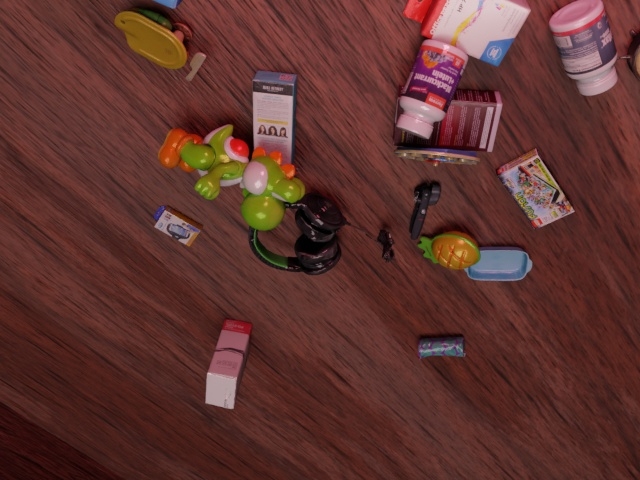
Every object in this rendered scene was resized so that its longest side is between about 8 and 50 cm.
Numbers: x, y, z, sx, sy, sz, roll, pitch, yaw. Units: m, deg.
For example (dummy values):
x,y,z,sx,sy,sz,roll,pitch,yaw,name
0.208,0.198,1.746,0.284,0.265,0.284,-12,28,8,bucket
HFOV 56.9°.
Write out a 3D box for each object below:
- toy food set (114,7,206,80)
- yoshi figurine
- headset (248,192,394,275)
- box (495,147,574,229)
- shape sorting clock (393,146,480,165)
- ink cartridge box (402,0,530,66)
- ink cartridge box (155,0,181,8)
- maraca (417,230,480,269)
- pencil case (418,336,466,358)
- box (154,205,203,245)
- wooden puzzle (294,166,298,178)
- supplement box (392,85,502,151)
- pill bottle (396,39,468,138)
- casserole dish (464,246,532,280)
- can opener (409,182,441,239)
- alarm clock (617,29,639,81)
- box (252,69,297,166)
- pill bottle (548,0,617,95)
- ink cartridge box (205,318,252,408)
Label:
x,y,z,sx,sy,sz,roll,pitch,yaw,name
-0.363,-0.473,1.375,0.218,0.071,0.128,29,151,-12,toy food set
-0.221,-0.139,1.484,0.362,0.204,0.203,23,146,13,yoshi figurine
0.000,0.000,1.619,0.394,0.185,0.243,0,130,-5,headset
0.555,-0.129,1.524,0.114,0.036,0.207,-29,119,29,box
0.279,-0.199,1.419,0.206,0.206,0.040,4,98,6,shape sorting clock
0.303,-0.481,1.249,0.231,0.078,0.134,20,129,-6,ink cartridge box
-0.344,-0.663,1.168,0.223,0.129,0.307,21,129,-8,ink cartridge box
0.358,0.028,1.649,0.185,0.099,0.127,0,132,43,maraca
0.394,0.350,1.923,0.151,0.064,0.070,-3,112,12,pencil case
-0.428,-0.046,1.753,0.136,0.028,0.081,30,127,-17,box
-0.088,-0.181,1.602,0.049,0.006,0.083,14,130,-2,wooden puzzle
0.298,-0.290,1.409,0.239,0.073,0.130,5,129,4,supplement box
0.238,-0.327,1.293,0.108,0.108,0.194,20,99,-7,pill bottle
0.505,0.062,1.689,0.188,0.037,0.114,0,129,10,casserole dish
0.272,-0.074,1.599,0.073,0.059,0.186,11,129,-1,can opener
0.744,-0.392,1.262,0.192,0.064,0.129,27,128,-10,alarm clock
-0.114,-0.295,1.477,0.100,0.060,0.244,7,130,3,box
0.564,-0.406,1.251,0.108,0.108,0.180,-21,124,24,pill bottle
-0.304,0.410,1.968,0.100,0.237,0.172,11,130,0,ink cartridge box
